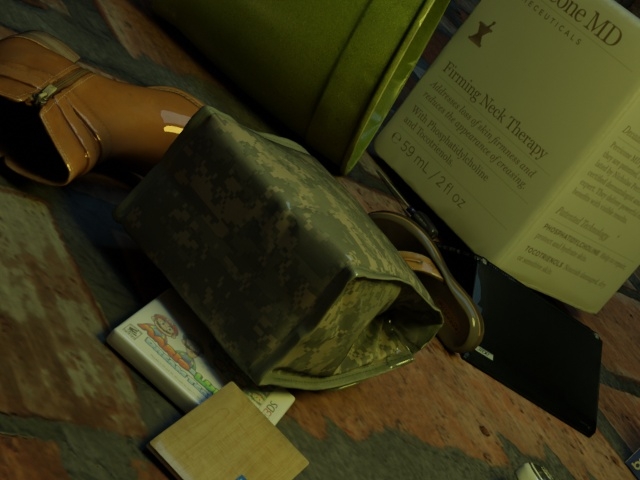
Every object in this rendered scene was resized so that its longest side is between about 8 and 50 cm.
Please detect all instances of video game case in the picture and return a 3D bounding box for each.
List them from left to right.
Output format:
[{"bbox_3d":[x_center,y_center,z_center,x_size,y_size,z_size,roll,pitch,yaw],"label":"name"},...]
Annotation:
[{"bbox_3d":[-0.101,0.114,1.240,0.157,0.019,0.143,41,19,2],"label":"video game case"}]

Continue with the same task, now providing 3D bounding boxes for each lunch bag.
[{"bbox_3d":[-0.022,0.019,1.361,0.235,0.169,0.287,48,15,24],"label":"lunch bag"}]

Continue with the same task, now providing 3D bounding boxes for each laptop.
[{"bbox_3d":[0.247,0.125,1.893,0.234,0.137,0.264,33,-5,-24],"label":"laptop"}]

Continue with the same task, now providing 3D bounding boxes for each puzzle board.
[{"bbox_3d":[-0.073,0.174,1.138,0.096,0.011,0.128,46,32,7],"label":"puzzle board"}]

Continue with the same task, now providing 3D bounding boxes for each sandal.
[{"bbox_3d":[0.113,0.051,1.724,0.060,0.090,0.219,-17,64,-42],"label":"sandal"}]

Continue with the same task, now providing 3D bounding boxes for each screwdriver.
[{"bbox_3d":[0.120,-0.053,2.045,0.024,0.025,0.170,21,18,-43],"label":"screwdriver"}]

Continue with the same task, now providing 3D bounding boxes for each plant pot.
[{"bbox_3d":[-0.027,-0.335,1.938,0.353,0.366,0.366,30,19,3],"label":"plant pot"}]

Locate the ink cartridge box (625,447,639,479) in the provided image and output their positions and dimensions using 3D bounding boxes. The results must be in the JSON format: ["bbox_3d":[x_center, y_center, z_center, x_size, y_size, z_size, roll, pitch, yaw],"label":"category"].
[{"bbox_3d":[0.495,0.250,1.787,0.046,0.207,0.097,17,30,-50],"label":"ink cartridge box"}]

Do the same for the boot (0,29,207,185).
[{"bbox_3d":[-0.211,-0.104,1.370,0.283,0.109,0.220,35,18,-10],"label":"boot"}]

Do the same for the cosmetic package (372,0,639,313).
[{"bbox_3d":[0.365,-0.162,2.115,0.327,0.394,0.329,21,21,-49],"label":"cosmetic package"}]

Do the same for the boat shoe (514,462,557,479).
[{"bbox_3d":[0.297,0.305,1.481,0.219,0.070,0.078,45,5,2],"label":"boat shoe"}]
